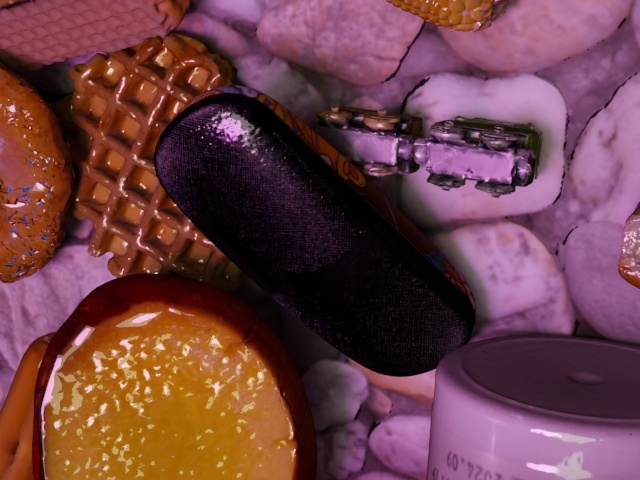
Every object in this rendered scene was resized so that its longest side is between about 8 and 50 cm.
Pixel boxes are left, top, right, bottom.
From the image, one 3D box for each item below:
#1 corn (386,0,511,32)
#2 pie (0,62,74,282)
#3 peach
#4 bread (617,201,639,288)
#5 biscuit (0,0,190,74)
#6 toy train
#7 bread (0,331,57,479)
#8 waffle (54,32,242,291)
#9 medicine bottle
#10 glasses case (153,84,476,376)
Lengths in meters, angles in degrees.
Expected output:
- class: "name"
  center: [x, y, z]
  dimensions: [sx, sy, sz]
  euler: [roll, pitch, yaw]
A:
- class: "corn"
  center: [0.031, -0.269, 0.954]
  dimensions: [0.291, 0.101, 0.101]
  euler: [34, 110, 5]
- class: "pie"
  center: [-0.340, -0.070, 1.093]
  dimensions: [0.273, 0.069, 0.273]
  euler: [17, 134, 18]
- class: "peach"
  center: [-0.141, 0.154, 1.023]
  dimensions: [0.245, 0.248, 0.275]
  euler: [14, 122, 54]
- class: "bread"
  center: [0.279, 0.008, 0.938]
  dimensions: [0.070, 0.083, 0.077]
  euler: [10, 105, 19]
- class: "biscuit"
  center: [-0.295, -0.191, 1.057]
  dimensions: [0.378, 0.094, 0.054]
  euler: [-10, 58, 27]
- class: "toy train"
  center: [0.087, -0.079, 0.987]
  dimensions: [0.202, 0.081, 0.060]
  euler: [10, 104, 23]
- class: "bread"
  center: [-0.285, 0.193, 1.163]
  dimensions: [0.074, 0.092, 0.239]
  euler: [41, 114, 42]
- class: "waffle"
  center: [-0.130, -0.073, 1.070]
  dimensions: [0.249, 0.056, 0.253]
  euler: [-2, 100, 18]
- class: "medicine bottle"
  center: [0.198, 0.215, 0.925]
  dimensions: [0.238, 0.238, 0.232]
  euler: [6, 104, 17]
- class: "glasses case"
  center: [0.000, 0.000, 0.981]
  dimensions: [0.122, 0.082, 0.321]
  euler: [-35, 114, 30]
